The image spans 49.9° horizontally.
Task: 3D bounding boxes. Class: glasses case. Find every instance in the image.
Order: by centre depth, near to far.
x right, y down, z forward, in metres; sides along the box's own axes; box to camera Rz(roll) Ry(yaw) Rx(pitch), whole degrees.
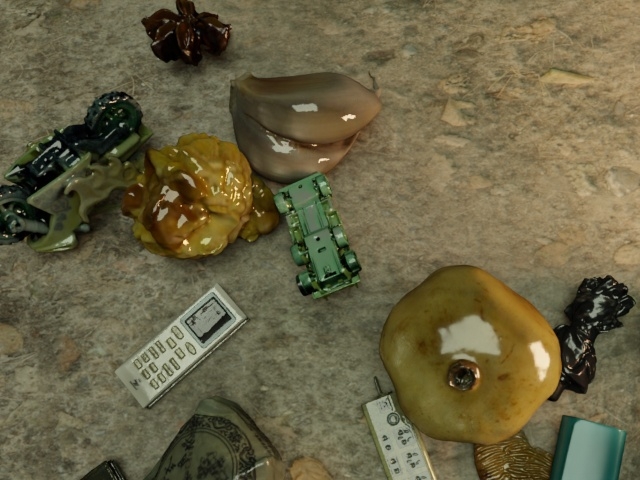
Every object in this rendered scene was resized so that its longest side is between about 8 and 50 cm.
[{"bbox_3d":[0.483,0.488,1.277,0.117,0.070,0.301,15,79,2],"label":"glasses case"}]

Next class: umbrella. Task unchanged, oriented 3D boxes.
[{"bbox_3d":[0.513,0.194,1.368,0.122,0.110,0.272,32,83,11],"label":"umbrella"}]

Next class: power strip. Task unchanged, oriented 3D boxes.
[{"bbox_3d":[0.154,0.398,1.366,0.092,0.034,0.268,-20,75,-1],"label":"power strip"}]

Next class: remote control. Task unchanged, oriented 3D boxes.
[{"bbox_3d":[-0.286,0.217,1.431,0.277,0.055,0.103,-41,77,-7],"label":"remote control"}]

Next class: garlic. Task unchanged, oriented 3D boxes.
[{"bbox_3d":[-0.016,-0.245,1.502,0.340,0.232,0.246,-7,29,-14],"label":"garlic"}]

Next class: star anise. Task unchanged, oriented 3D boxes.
[{"bbox_3d":[-0.298,-0.474,1.590,0.190,0.126,0.220,-24,47,-3],"label":"star anise"}]

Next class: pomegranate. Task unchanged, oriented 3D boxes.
[{"bbox_3d":[0.274,0.208,1.271,0.332,0.332,0.333,-1,75,3],"label":"pomegranate"}]

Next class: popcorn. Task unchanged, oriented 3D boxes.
[{"bbox_3d":[-0.241,-0.093,1.427,0.332,0.225,0.265,1,117,-24],"label":"popcorn"}]

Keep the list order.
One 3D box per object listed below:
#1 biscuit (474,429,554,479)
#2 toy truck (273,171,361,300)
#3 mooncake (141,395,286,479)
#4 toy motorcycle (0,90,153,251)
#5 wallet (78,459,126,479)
[{"bbox_3d":[0.416,0.454,1.337,0.228,0.031,0.176,-1,76,4],"label":"biscuit"},{"bbox_3d":[-0.002,-0.004,1.437,0.128,0.135,0.260,-23,71,8],"label":"toy truck"},{"bbox_3d":[-0.203,0.444,1.285,0.254,0.136,0.250,32,82,38],"label":"mooncake"},{"bbox_3d":[-0.516,-0.126,1.449,0.410,0.237,0.168,-45,63,-10],"label":"toy motorcycle"},{"bbox_3d":[-0.392,0.604,1.336,0.169,0.044,0.317,-39,74,1],"label":"wallet"}]
